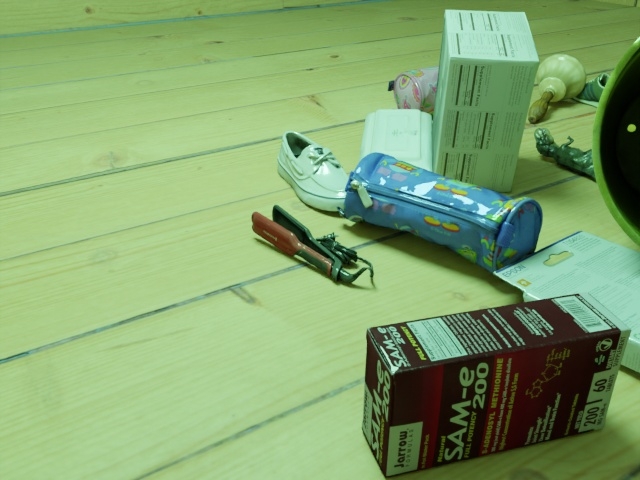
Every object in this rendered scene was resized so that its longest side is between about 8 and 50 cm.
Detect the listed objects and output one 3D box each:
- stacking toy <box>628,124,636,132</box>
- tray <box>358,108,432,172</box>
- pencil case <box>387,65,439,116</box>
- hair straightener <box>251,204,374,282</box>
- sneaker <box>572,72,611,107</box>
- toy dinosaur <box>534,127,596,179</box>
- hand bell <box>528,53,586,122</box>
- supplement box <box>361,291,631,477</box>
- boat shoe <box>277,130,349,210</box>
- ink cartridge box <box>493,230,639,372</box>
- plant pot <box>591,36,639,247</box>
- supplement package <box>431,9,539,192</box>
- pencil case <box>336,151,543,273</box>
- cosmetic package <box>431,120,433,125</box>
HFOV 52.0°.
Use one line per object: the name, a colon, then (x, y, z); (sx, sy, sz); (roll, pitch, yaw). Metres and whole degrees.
stacking toy: (0.761, -0.274, 1.295); (0.130, 0.309, 0.280); (44, 30, 26)
tray: (0.156, -0.210, 1.345); (0.145, 0.030, 0.270); (2, 36, 7)
pencil case: (0.308, -0.362, 1.591); (0.284, 0.124, 0.124); (-16, 32, -26)
hair straightener: (0.000, 0.000, 0.974); (0.089, 0.047, 0.230); (-24, 37, -38)
sneaker: (0.711, -0.386, 1.668); (0.064, 0.086, 0.192); (-7, 29, -14)
toy dinosaur: (0.533, -0.159, 1.270); (0.118, 0.064, 0.268); (-23, 36, -13)
hand bell: (0.558, -0.352, 1.620); (0.126, 0.126, 0.242); (17, 45, 28)
supplement box: (0.165, 0.136, 0.635); (0.240, 0.130, 0.073); (-8, 30, -13)
boat shoe: (-0.012, -0.129, 1.177); (0.095, 0.084, 0.258); (-15, 32, -28)
ink cartridge box: (0.377, 0.070, 0.851); (0.223, 0.045, 0.224); (-19, 33, -34)
plant pot: (0.576, -0.146, 0.954); (0.367, 0.366, 0.353); (9, 10, 16)
supplement package: (0.286, -0.252, 1.187); (0.145, 0.261, 0.204); (4, 41, 5)
pencil case: (0.169, -0.045, 0.983); (0.306, 0.119, 0.133); (23, 11, 36)
cosmetic package: (0.286, -0.224, 1.405); (0.060, 0.041, 0.115); (-10, 30, -17)
